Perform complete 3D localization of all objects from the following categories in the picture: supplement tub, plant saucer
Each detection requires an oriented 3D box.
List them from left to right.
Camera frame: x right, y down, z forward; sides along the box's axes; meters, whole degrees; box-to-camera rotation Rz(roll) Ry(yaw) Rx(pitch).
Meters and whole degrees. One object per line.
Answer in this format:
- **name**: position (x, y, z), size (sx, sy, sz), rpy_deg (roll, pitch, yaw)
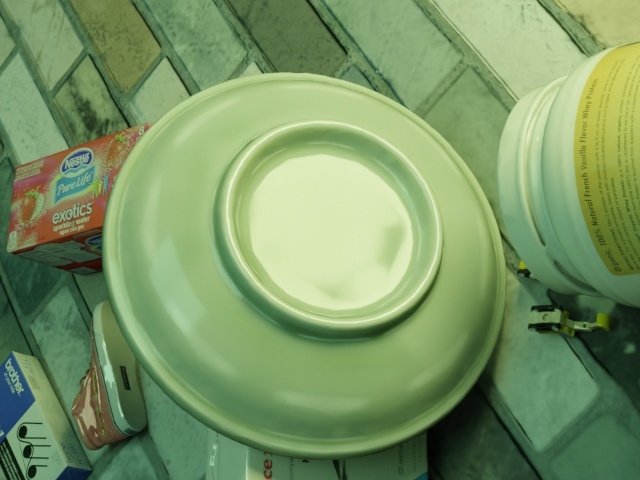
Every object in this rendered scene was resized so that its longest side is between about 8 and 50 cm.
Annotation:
- **plant saucer**: position (0.000, 0.000, 1.282), size (0.100, 0.401, 0.400), rpy_deg (122, 146, -62)
- **supplement tub**: position (0.325, -0.062, 1.110), size (0.316, 0.228, 0.228), rpy_deg (-8, 70, 46)

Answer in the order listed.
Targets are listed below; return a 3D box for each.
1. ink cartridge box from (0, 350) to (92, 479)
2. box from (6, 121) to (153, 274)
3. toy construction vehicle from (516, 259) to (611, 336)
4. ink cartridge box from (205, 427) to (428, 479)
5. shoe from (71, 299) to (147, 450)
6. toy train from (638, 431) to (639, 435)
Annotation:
- **ink cartridge box**: position (-0.372, 0.248, 1.749), size (0.097, 0.046, 0.207), rpy_deg (-50, 49, 16)
- **box**: position (-0.256, -0.047, 1.693), size (0.257, 0.128, 0.122), rpy_deg (-14, 67, 38)
- **toy construction vehicle**: position (0.234, 0.050, 1.301), size (0.098, 0.035, 0.085), rpy_deg (-7, 60, 37)
- **ink cartridge box**: position (-0.002, 0.222, 1.318), size (0.086, 0.203, 0.148), rpy_deg (-29, 57, 55)
- **shoe**: position (-0.270, 0.166, 1.675), size (0.081, 0.063, 0.178), rpy_deg (-28, 63, 26)
- **toy train**: position (0.331, 0.124, 1.182), size (0.158, 0.036, 0.027), rpy_deg (-52, 49, 15)
